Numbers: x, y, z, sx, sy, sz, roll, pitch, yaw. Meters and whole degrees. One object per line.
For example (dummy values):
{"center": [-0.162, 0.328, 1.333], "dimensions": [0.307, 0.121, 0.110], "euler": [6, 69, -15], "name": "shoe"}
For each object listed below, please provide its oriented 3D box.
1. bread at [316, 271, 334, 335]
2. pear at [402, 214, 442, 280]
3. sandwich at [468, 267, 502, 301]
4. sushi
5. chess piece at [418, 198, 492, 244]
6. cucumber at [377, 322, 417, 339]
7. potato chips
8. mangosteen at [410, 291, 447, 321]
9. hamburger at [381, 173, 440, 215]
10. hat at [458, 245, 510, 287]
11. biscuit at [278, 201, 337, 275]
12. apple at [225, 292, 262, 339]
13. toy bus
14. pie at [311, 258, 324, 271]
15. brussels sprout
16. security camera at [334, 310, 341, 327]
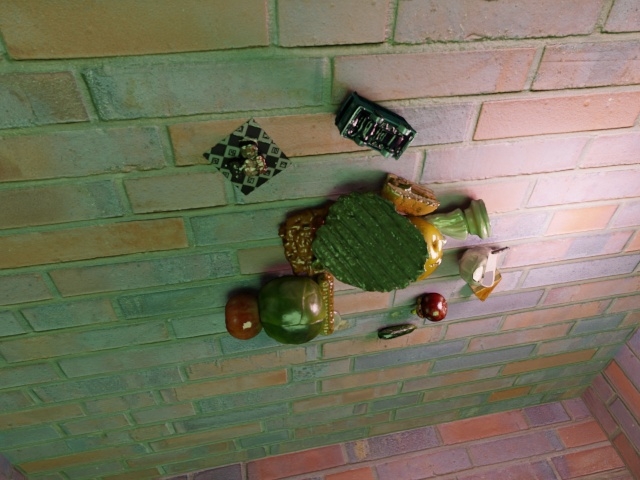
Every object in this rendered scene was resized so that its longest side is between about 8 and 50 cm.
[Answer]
{"center": [0.023, 0.303, 2.111], "dimensions": [0.084, 0.077, 0.368], "euler": [-4, 124, -4], "name": "bread"}
{"center": [0.331, 0.035, 1.856], "dimensions": [0.284, 0.336, 0.285], "euler": [-10, 106, -36], "name": "pear"}
{"center": [0.853, 0.225, 2.298], "dimensions": [0.163, 0.079, 0.113], "euler": [-37, 133, 17], "name": "sandwich"}
{"center": [-0.245, -0.267, 1.559], "dimensions": [0.219, 0.047, 0.231], "euler": [-32, 132, 15], "name": "sushi"}
{"center": [0.562, -0.061, 1.919], "dimensions": [0.297, 0.176, 0.176], "euler": [-14, 136, 16], "name": "chess piece"}
{"center": [0.416, 0.488, 2.436], "dimensions": [0.227, 0.069, 0.069], "euler": [-10, 134, -11], "name": "cucumber"}
{"center": [0.184, 0.025, 1.688], "dimensions": [0.429, 0.070, 0.358], "euler": [45, 103, -3], "name": "potato chips"}
{"center": [0.550, 0.330, 2.291], "dimensions": [0.155, 0.181, 0.146], "euler": [24, 81, -51], "name": "mangosteen"}
{"center": [0.334, -0.162, 1.762], "dimensions": [0.261, 0.124, 0.131], "euler": [17, 126, -27], "name": "hamburger"}
{"center": [0.761, 0.100, 2.117], "dimensions": [0.274, 0.161, 0.232], "euler": [-18, 138, -32], "name": "hat"}
{"center": [0.000, 0.000, 1.833], "dimensions": [0.311, 0.111, 0.318], "euler": [-15, 135, 0], "name": "biscuit"}
{"center": [-0.337, 0.336, 2.000], "dimensions": [0.164, 0.210, 0.210], "euler": [-5, 134, 4], "name": "apple"}
{"center": [0.176, -0.379, 1.499], "dimensions": [0.255, 0.147, 0.128], "euler": [15, 126, -33], "name": "toy bus"}
{"center": [0.004, 0.095, 1.837], "dimensions": [0.084, 0.020, 0.085], "euler": [-8, 137, -8], "name": "pie"}
{"center": [-0.123, 0.313, 1.963], "dimensions": [0.289, 0.282, 0.355], "euler": [-4, 144, -21], "name": "brussels sprout"}
{"center": [-0.035, 0.422, 2.245], "dimensions": [0.301, 0.080, 0.157], "euler": [-2, 132, -17], "name": "security camera"}
